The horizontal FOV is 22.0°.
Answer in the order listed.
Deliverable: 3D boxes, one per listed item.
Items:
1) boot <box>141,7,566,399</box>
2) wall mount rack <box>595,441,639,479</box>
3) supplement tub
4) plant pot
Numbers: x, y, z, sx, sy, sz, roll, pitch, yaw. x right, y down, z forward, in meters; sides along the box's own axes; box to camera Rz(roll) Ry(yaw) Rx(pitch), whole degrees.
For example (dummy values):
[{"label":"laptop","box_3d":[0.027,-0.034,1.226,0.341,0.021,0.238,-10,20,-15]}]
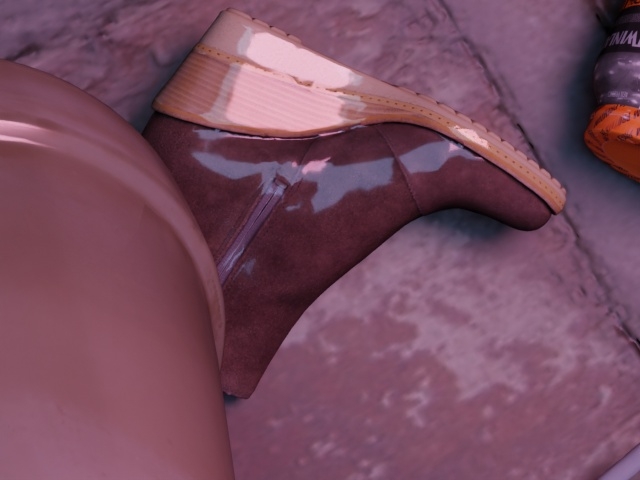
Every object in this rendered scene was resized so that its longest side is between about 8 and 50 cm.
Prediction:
[{"label":"boot","box_3d":[0.000,0.000,0.980,0.248,0.090,0.207,24,94,-7]},{"label":"wall mount rack","box_3d":[0.261,0.270,0.907,0.304,0.350,0.130,39,125,0]},{"label":"supplement tub","box_3d":[0.240,-0.127,0.995,0.117,0.117,0.190,28,81,-5]},{"label":"plant pot","box_3d":[-0.166,0.119,0.762,0.323,0.280,0.323,-13,128,-17]}]
